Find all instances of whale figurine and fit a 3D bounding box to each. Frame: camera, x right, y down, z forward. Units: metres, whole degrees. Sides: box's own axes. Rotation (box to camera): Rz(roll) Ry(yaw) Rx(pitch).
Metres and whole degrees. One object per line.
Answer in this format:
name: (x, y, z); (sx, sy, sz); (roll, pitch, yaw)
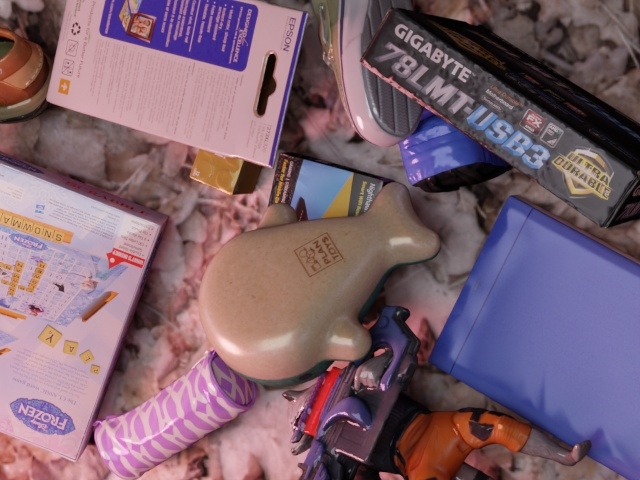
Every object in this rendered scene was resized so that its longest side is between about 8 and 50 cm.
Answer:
whale figurine: (0.003, 0.051, 1.859); (0.272, 0.141, 0.216); (-33, 60, -2)

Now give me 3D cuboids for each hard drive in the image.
hard drive: (0.297, 0.117, 1.821); (0.318, 0.040, 0.210); (30, 104, 19)

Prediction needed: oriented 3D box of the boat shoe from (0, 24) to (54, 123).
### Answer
boat shoe: (-0.482, -0.213, 2.062); (0.324, 0.120, 0.123); (-4, 60, 14)

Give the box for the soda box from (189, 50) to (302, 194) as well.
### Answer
soda box: (-0.086, -0.145, 1.958); (0.061, 0.058, 0.181); (24, 103, 21)

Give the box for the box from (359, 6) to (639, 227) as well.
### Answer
box: (0.219, -0.126, 1.702); (0.295, 0.293, 0.073); (36, 108, 18)

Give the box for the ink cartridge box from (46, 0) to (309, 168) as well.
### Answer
ink cartridge box: (-0.156, -0.204, 1.930); (0.371, 0.069, 0.176); (19, 99, 39)

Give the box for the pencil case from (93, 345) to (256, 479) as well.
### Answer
pencil case: (-0.172, 0.204, 2.004); (0.206, 0.086, 0.088); (-34, 88, 21)

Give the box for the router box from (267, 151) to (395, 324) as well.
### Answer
router box: (0.000, 0.000, 1.937); (0.133, 0.046, 0.179); (16, 100, 21)

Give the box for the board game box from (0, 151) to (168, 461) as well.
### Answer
board game box: (-0.384, 0.063, 2.044); (0.318, 0.066, 0.318); (22, 102, 1)

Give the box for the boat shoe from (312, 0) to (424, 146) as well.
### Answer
boat shoe: (0.047, -0.224, 1.844); (0.094, 0.109, 0.302); (-31, 50, 39)

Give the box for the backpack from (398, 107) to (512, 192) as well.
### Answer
backpack: (0.134, -0.102, 1.833); (0.098, 0.120, 0.101); (-24, 84, 24)

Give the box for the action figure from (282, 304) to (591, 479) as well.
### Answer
action figure: (0.081, 0.268, 1.851); (0.330, 0.178, 0.341); (29, 85, 31)
